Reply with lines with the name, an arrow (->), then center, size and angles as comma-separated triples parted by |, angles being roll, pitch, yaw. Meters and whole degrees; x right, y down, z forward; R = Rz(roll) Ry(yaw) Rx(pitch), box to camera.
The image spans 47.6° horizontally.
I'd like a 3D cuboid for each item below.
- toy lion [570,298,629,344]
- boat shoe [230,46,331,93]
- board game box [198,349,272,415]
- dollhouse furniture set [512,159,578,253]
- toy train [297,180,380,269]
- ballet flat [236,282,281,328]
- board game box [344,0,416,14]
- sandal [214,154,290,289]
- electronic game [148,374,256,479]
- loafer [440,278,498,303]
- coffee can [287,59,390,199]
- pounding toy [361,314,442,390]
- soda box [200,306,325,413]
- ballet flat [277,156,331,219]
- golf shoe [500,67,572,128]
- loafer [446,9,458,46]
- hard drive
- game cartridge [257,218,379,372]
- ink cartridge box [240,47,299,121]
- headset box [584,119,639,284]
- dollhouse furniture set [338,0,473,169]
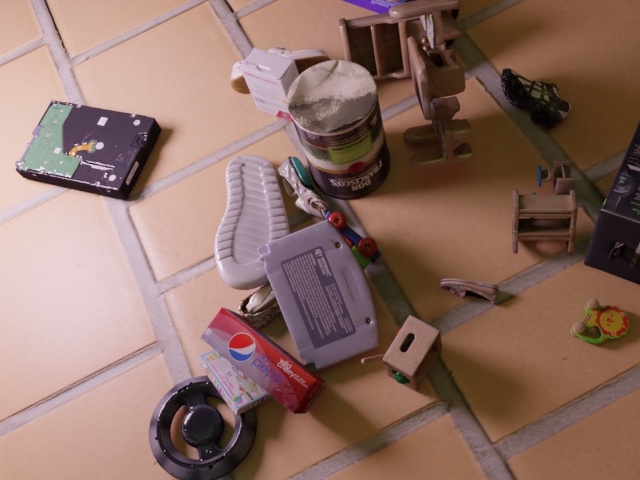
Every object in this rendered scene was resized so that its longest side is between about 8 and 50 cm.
toy lion -> 0.579, 0.173, 1.490 | 0.096, 0.034, 0.100 | 32, 73, 17
boat shoe -> -0.110, -0.476, 1.942 | 0.277, 0.098, 0.096 | -10, 62, 8
board game box -> -0.178, 0.291, 1.559 | 0.103, 0.026, 0.154 | -21, 55, -34
dollhouse furniture set -> 0.490, -0.075, 1.604 | 0.129, 0.129, 0.184 | 1, 38, 13
toy train -> 0.000, 0.000, 1.625 | 0.248, 0.105, 0.143 | 40, 82, 3
ballet flat -> -0.090, 0.111, 1.635 | 0.241, 0.077, 0.091 | -42, 63, -12
board game box -> 0.136, -0.720, 1.981 | 0.347, 0.078, 0.233 | 27, 45, 23
sandal -> -0.156, -0.037, 1.723 | 0.169, 0.102, 0.416 | 3, 49, -3
electronic game -> -0.248, 0.394, 1.531 | 0.229, 0.048, 0.229 | -2, 57, 4
loafer -> 0.320, 0.109, 1.570 | 0.125, 0.045, 0.039 | 6, 70, 12
coffee can -> 0.048, -0.251, 1.685 | 0.201, 0.275, 0.202 | -5, 61, 10
pounding toy -> 0.169, 0.234, 1.483 | 0.100, 0.130, 0.141 | 27, 71, 24
soda box -> -0.119, 0.249, 1.512 | 0.263, 0.092, 0.083 | 35, 86, 18
ballet flat -> -0.041, -0.113, 1.761 | 0.068, 0.072, 0.213 | -42, 57, 20
golf shoe -> 0.523, -0.355, 1.766 | 0.094, 0.077, 0.198 | -31, 67, -18
loafer -> 0.328, -0.580, 1.936 | 0.061, 0.062, 0.170 | -8, 55, 33
hard drive -> -0.623, -0.246, 1.946 | 0.338, 0.064, 0.237 | 12, 65, 17
game cartridge -> 0.007, 0.115, 1.553 | 0.196, 0.060, 0.294 | -22, 90, 7
ink cartridge box -> -0.115, -0.395, 1.854 | 0.127, 0.175, 0.072 | 24, 69, 22
headset box -> 0.658, -0.077, 1.483 | 0.131, 0.246, 0.283 | 22, 70, 21
dollhouse furniture set -> 0.188, -0.409, 1.709 | 0.256, 0.362, 0.394 | -10, 33, 5
